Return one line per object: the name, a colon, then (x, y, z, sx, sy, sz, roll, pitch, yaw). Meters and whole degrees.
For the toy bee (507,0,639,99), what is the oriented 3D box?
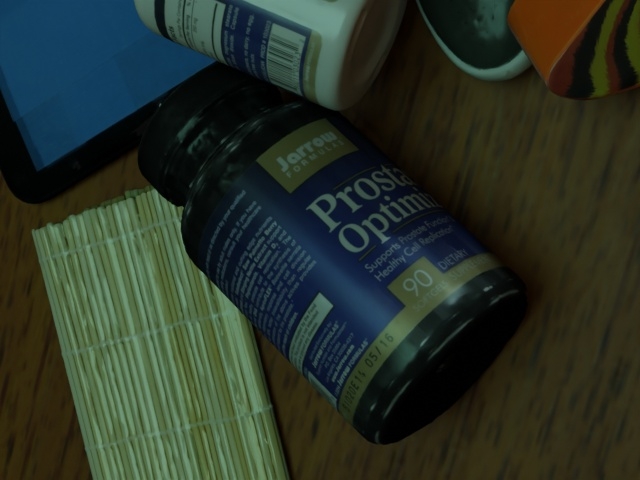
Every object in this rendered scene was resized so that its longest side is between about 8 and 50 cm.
toy bee: (0.221, -0.182, 0.628, 0.298, 0.162, 0.195, -43, 51, 55)

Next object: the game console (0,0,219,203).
game console: (-0.176, -0.193, 0.833, 0.293, 0.250, 0.173, -28, 51, 27)

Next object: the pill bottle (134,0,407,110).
pill bottle: (-0.044, -0.145, 0.749, 0.169, 0.094, 0.094, 25, 104, 14)

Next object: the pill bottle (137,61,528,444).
pill bottle: (0.000, 0.000, 0.760, 0.219, 0.123, 0.123, 44, 111, 20)

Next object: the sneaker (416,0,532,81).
sneaker: (0.058, -0.233, 0.708, 0.104, 0.147, 0.296, -5, 90, 27)

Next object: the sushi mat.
sushi mat: (-0.096, 0.121, 0.877, 0.151, 0.019, 0.317, -18, 83, 29)
